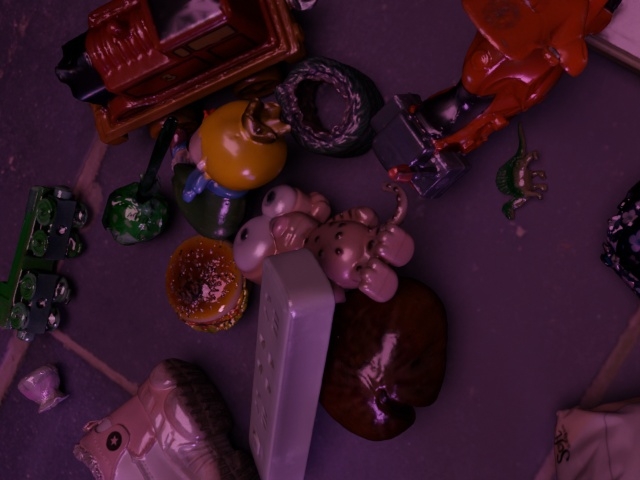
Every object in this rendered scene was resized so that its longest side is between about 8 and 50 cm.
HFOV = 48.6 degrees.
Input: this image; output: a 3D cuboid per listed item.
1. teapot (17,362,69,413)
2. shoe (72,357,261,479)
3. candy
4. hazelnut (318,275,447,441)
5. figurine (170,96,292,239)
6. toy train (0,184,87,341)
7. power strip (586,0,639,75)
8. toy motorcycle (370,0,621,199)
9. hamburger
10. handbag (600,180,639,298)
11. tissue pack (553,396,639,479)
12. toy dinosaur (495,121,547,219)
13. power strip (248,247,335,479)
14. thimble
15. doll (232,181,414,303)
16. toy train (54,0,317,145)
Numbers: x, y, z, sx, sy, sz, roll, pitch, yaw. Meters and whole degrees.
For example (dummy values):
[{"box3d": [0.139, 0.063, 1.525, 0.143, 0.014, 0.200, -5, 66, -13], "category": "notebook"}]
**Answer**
[{"box3d": [-0.441, 0.239, 1.128, 0.064, 0.064, 0.083, 57, 139, 4], "category": "teapot"}, {"box3d": [-0.187, 0.353, 0.966, 0.198, 0.172, 0.351, -33, 67, 8], "category": "shoe"}, {"box3d": [-0.226, -0.078, 0.943, 0.097, 0.097, 0.323, 63, 151, 9], "category": "candy"}, {"box3d": [0.072, 0.139, 0.874, 0.178, 0.178, 0.204, 42, 101, 15], "category": "hazelnut"}, {"box3d": [-0.124, -0.125, 0.926, 0.127, 0.234, 0.185, -5, 59, -20], "category": "figurine"}, {"box3d": [-0.447, 0.030, 1.118, 0.119, 0.085, 0.252, 17, 93, 35], "category": "toy train"}, {"box3d": [0.382, -0.238, 0.816, 0.387, 0.066, 0.092, 35, 103, 14], "category": "power strip"}, {"box3d": [0.179, -0.173, 0.776, 0.325, 0.221, 0.148, -44, 68, 33], "category": "toy motorcycle"}, {"box3d": [-0.159, 0.060, 1.005, 0.126, 0.081, 0.141, -3, 88, 20], "category": "hamburger"}, {"box3d": [0.432, 0.000, 0.763, 0.228, 0.126, 0.208, -43, 78, 25], "category": "handbag"}, {"box3d": [0.405, 0.297, 0.661, 0.389, 0.376, 0.195, -14, 125, 24], "category": "tissue pack"}, {"box3d": [0.246, -0.088, 0.885, 0.060, 0.029, 0.120, -10, 87, 32], "category": "toy dinosaur"}, {"box3d": [-0.044, 0.179, 0.870, 0.091, 0.062, 0.385, -121, 30, -44], "category": "power strip"}, {"box3d": [0.015, -0.175, 0.935, 0.118, 0.090, 0.135, -40, 77, 18], "category": "thimble"}, {"box3d": [0.000, 0.002, 0.885, 0.278, 0.119, 0.154, 2, 65, 48], "category": "doll"}, {"box3d": [-0.180, -0.264, 0.934, 0.368, 0.231, 0.163, -20, 80, 18], "category": "toy train"}]
